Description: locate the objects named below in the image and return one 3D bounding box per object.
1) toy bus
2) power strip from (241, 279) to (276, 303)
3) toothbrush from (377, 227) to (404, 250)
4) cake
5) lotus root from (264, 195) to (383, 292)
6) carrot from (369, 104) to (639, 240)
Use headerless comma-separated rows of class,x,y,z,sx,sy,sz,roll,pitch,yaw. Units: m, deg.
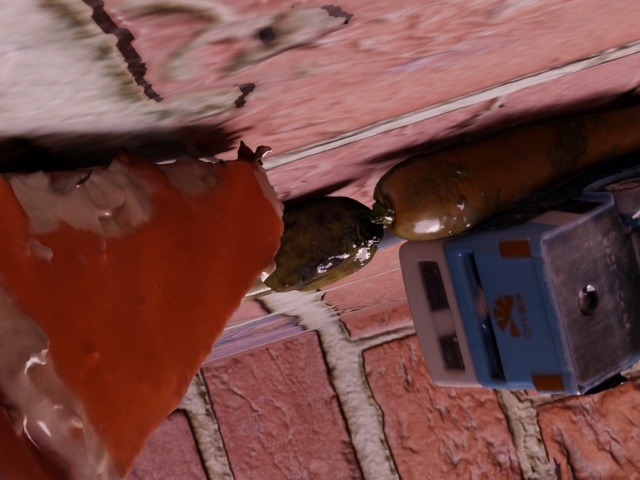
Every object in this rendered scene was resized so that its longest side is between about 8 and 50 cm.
toy bus,0.187,-0.003,1.032,0.131,0.106,0.297,-5,-166,44
power strip,-0.033,0.020,1.214,0.123,0.032,0.056,-16,174,-11
toothbrush,0.122,-0.029,1.296,0.219,0.016,0.019,-20,173,32
cake,-0.097,0.007,0.615,0.098,0.135,0.287,-25,-168,25
lotus root,0.000,0.000,1.000,0.054,0.049,0.099,-1,166,-43
carrot,0.134,-0.049,0.974,0.254,0.049,0.049,-19,177,-30
